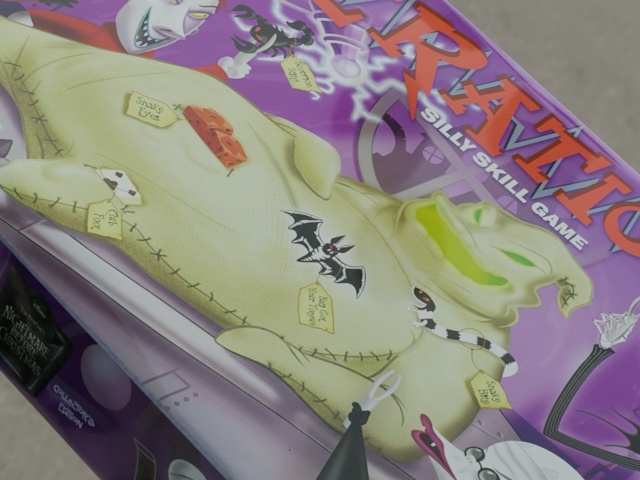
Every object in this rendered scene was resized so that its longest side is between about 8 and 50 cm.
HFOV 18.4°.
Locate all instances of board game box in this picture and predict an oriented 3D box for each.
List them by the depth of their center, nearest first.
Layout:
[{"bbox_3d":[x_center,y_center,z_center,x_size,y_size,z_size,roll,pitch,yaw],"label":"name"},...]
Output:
[{"bbox_3d":[0.000,0.000,0.590,0.347,0.056,0.208,44,41,18],"label":"board game box"}]
